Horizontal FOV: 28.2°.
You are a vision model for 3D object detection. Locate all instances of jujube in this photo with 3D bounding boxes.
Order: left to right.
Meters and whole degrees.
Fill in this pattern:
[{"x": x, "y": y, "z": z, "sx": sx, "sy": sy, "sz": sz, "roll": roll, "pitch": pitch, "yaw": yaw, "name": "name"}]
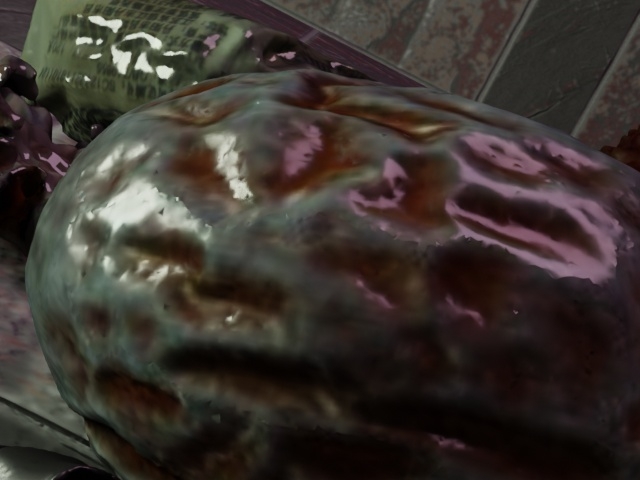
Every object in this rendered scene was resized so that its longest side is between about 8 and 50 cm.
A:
[{"x": 0.020, "y": 0.033, "z": 0.590, "sx": 0.308, "sy": 0.215, "sz": 0.246, "roll": 12, "pitch": 13, "yaw": 3, "name": "jujube"}]

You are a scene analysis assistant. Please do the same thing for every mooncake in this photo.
[{"x": -0.078, "y": -0.097, "z": 0.976, "sx": 0.254, "sy": 0.136, "sz": 0.250, "roll": 20, "pitch": 3, "yaw": 40, "name": "mooncake"}]

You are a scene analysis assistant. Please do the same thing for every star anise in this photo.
[{"x": -0.187, "y": -0.060, "z": 0.818, "sx": 0.258, "sy": 0.110, "sz": 0.198, "roll": 38, "pitch": 16, "yaw": 12, "name": "star anise"}]

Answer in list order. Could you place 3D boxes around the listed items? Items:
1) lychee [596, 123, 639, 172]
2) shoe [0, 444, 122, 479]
[{"x": 0.288, "y": 0.060, "z": 0.925, "sx": 0.306, "sy": 0.306, "sz": 0.330, "roll": 28, "pitch": -9, "yaw": 2, "name": "lychee"}, {"x": -0.090, "y": 0.116, "z": 0.494, "sx": 0.062, "sy": 0.053, "sz": 0.159, "roll": 12, "pitch": 23, "yaw": -36, "name": "shoe"}]
